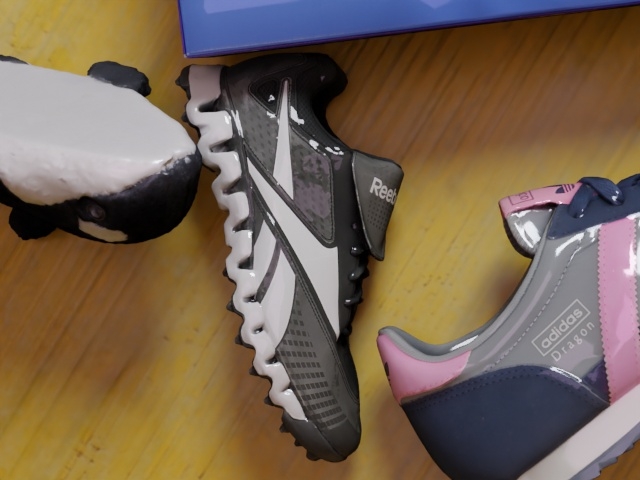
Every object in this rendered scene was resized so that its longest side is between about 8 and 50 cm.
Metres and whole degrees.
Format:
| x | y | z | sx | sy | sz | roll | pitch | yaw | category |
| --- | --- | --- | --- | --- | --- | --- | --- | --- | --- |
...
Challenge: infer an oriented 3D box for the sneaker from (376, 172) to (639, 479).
| x | y | z | sx | sy | sz | roll | pitch | yaw | category |
| --- | --- | --- | --- | --- | --- | --- | --- | --- | --- |
| 0.166 | -0.003 | 0.583 | 0.319 | 0.112 | 0.131 | -44 | 83 | 2 | sneaker |

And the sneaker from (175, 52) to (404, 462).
| x | y | z | sx | sy | sz | roll | pitch | yaw | category |
| --- | --- | --- | --- | --- | --- | --- | --- | --- | --- |
| 0.000 | 0.000 | 0.627 | 0.106 | 0.078 | 0.234 | -17 | 80 | 10 | sneaker |

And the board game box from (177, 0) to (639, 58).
| x | y | z | sx | sy | sz | roll | pitch | yaw | category |
| --- | --- | --- | --- | --- | --- | --- | --- | --- | --- |
| 0.090 | -0.230 | 0.596 | 0.347 | 0.078 | 0.233 | -5 | 99 | 6 | board game box |

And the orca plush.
| x | y | z | sx | sy | sz | roll | pitch | yaw | category |
| --- | --- | --- | --- | --- | --- | --- | --- | --- | --- |
| -0.191 | -0.038 | 0.653 | 0.287 | 0.151 | 0.102 | 10 | 122 | 14 | orca plush |
